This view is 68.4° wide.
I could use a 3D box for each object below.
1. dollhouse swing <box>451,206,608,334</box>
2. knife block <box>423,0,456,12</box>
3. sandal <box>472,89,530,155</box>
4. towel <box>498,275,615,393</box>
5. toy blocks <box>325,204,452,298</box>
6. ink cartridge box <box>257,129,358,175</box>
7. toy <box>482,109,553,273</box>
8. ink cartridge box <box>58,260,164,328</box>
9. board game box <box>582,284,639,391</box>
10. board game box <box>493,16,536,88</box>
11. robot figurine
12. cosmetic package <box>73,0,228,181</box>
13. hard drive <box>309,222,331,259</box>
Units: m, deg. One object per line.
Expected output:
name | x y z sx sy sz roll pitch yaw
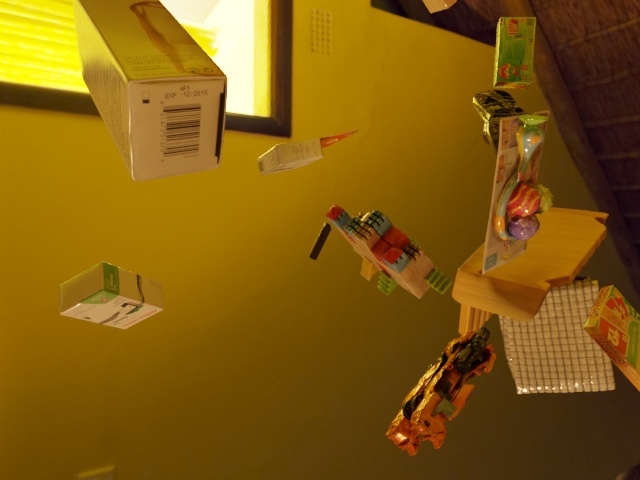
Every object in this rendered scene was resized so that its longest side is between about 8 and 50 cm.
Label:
dollhouse swing | 0.561 0.123 1.267 0.315 0.347 0.304 14 -49 47
knife block | 0.176 -0.634 0.967 0.088 0.242 0.275 -121 -146 -68
sandal | 0.457 -0.281 1.176 0.302 0.120 0.086 -86 174 -48
towel | 0.585 0.233 1.184 0.235 0.121 0.283 -11 -89 28
toy blocks | 0.177 0.008 1.388 0.190 0.261 0.381 -47 -139 -5
ink cartridge box | -0.042 -0.249 1.364 0.275 0.239 0.060 -173 -109 -72
toy | 0.312 -0.069 0.711 0.056 0.137 0.237 20 -60 48
ink cartridge box | -0.562 0.156 1.284 0.160 0.219 0.092 -27 -120 16
board game box | 0.639 0.225 0.940 0.259 0.124 0.039 49 -33 -4
board game box | 0.525 -0.508 1.276 0.043 0.092 0.181 24 71 -79
robot figurine | 0.261 0.303 0.982 0.085 0.291 0.211 44 -33 9
cosmetic package | -0.257 -0.238 0.691 0.296 0.129 0.153 52 -37 33
hard drive | 0.000 0.000 1.255 0.094 0.022 0.135 -63 -178 5
